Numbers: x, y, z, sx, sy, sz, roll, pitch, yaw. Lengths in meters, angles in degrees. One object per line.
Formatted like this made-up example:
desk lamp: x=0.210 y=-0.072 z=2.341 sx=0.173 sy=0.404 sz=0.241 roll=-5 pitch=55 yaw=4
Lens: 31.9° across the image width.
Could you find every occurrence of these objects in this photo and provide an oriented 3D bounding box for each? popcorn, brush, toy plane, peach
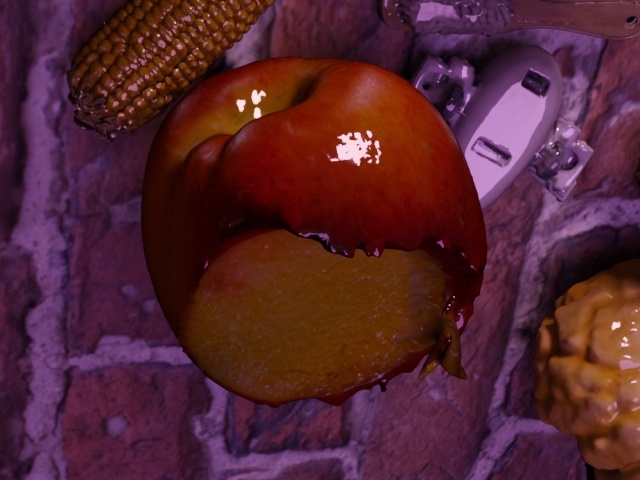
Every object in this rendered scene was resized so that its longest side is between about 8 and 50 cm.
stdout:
popcorn: x=0.437 y=0.199 z=1.488 sx=0.349 sy=0.349 sz=0.382 roll=-6 pitch=151 yaw=-15
brush: x=0.224 y=-0.248 z=1.224 sx=0.327 sy=0.065 sz=0.070 roll=-1 pitch=121 yaw=-20
toy plane: x=0.184 y=-0.110 z=1.272 sx=0.252 sy=0.118 sz=0.252 roll=0 pitch=115 yaw=0
peach: x=-0.007 y=-0.021 z=1.139 sx=0.335 sy=0.310 sz=0.406 roll=-17 pitch=146 yaw=14

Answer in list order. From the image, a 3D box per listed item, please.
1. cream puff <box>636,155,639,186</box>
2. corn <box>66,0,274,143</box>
cream puff: x=0.505 y=-0.091 z=1.368 sx=0.169 sy=0.183 sz=0.183 roll=-39 pitch=129 yaw=-10
corn: x=-0.126 y=-0.223 z=1.093 sx=0.318 sy=0.115 sz=0.115 roll=-41 pitch=127 yaw=9
